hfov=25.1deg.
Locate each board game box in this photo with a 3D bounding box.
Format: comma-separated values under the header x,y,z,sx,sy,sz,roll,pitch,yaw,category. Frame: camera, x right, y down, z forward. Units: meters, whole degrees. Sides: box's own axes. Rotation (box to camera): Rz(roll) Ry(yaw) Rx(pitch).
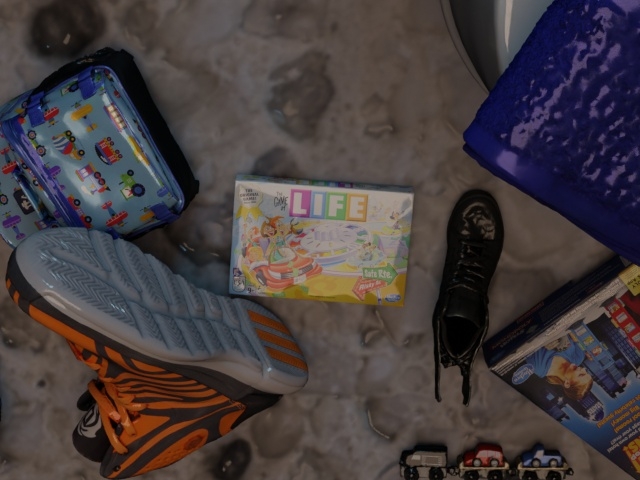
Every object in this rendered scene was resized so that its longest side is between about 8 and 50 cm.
x,y,z,sx,sy,sz,roll,pitch,yaw,category
0.000,0.000,1.248,0.154,0.026,0.103,4,106,0,board game box
0.277,0.117,1.261,0.194,0.060,0.194,-37,104,11,board game box

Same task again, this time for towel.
x,y,z,sx,sy,sz,roll,pitch,yaw,category
0.248,-0.121,0.790,0.227,0.076,0.308,31,104,-15,towel

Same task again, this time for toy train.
x,y,z,sx,sy,sz,roll,pitch,yaw,category
0.150,0.201,1.306,0.158,0.027,0.036,1,96,1,toy train

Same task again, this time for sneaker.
x,y,z,sx,sy,sz,roll,pitch,yaw,category
-0.163,0.112,1.174,0.180,0.125,0.321,-41,138,17,sneaker
0.125,0.048,1.227,0.051,0.089,0.170,11,107,-2,sneaker

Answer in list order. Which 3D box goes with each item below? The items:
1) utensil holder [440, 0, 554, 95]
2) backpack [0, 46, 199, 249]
x,y,z,sx,sy,sz,roll,pitch,yaw,category
0.255,-0.183,1.004,0.327,0.385,0.328,0,105,1,utensil holder
-0.210,-0.057,1.191,0.173,0.117,0.158,-24,104,11,backpack
